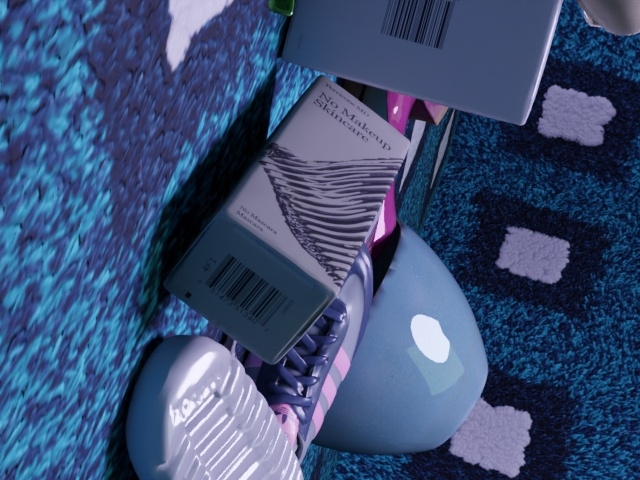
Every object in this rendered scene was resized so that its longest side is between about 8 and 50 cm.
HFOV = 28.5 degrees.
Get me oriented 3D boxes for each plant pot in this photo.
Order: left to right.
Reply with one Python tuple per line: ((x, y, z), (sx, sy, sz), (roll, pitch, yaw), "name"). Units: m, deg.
((0.085, 0.146, 1.523), (0.290, 0.195, 0.290), (-52, -170, 14), "plant pot")

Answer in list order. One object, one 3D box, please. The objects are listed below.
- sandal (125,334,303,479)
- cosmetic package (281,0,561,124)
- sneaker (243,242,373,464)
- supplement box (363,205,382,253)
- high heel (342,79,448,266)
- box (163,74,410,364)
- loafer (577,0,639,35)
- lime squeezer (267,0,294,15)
((-0.099, 0.221, 1.120), (0.169, 0.102, 0.416), (-56, 149, -37), "sandal")
((0.105, -0.204, 1.188), (0.225, 0.224, 0.138), (-39, 145, -76), "cosmetic package")
((-0.026, 0.145, 1.256), (0.131, 0.112, 0.319), (-99, -151, -74), "sneaker")
((0.000, 0.000, 1.330), (0.081, 0.104, 0.188), (-60, 164, -57), "supplement box")
((0.025, -0.109, 1.458), (0.181, 0.127, 0.377), (47, 61, -42), "high heel")
((-0.018, -0.027, 1.038), (0.094, 0.113, 0.275), (-49, -172, 33), "box")
((0.269, -0.245, 1.153), (0.268, 0.102, 0.092), (-51, 127, -64), "loafer")
((-0.008, -0.299, 0.777), (0.110, 0.059, 0.310), (-81, -175, -78), "lime squeezer")
